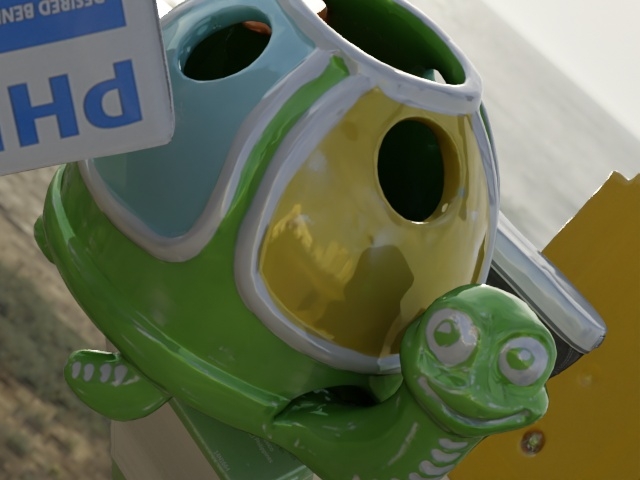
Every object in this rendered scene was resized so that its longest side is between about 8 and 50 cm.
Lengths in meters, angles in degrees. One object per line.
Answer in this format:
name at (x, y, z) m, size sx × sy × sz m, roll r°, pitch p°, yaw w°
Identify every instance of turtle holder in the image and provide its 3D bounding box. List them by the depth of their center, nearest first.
turtle holder at (-0.017, -0.010, 0.876) m, size 0.243 × 0.227 × 0.320 m, roll 24°, pitch 25°, yaw -14°

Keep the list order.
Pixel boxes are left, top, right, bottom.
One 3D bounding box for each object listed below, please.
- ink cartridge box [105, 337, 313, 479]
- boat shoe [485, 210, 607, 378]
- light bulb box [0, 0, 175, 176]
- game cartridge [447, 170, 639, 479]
ink cartridge box at (-0.076, 0.152, 1.028) m, size 0.171 × 0.056 × 0.235 m, roll 51°, pitch -26°, yaw 31°
boat shoe at (0.098, 0.008, 1.138) m, size 0.228 × 0.076 × 0.080 m, roll 44°, pitch 15°, yaw 0°
light bulb box at (-0.274, -0.205, 0.681) m, size 0.225 × 0.358 × 0.361 m, roll -121°, pitch -159°, yaw -62°
game cartridge at (0.247, 0.125, 1.407) m, size 0.052 × 0.324 × 0.285 m, roll 32°, pitch 13°, yaw -41°
